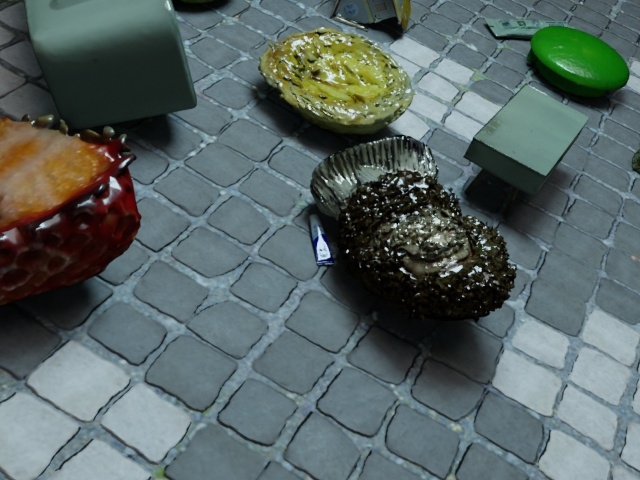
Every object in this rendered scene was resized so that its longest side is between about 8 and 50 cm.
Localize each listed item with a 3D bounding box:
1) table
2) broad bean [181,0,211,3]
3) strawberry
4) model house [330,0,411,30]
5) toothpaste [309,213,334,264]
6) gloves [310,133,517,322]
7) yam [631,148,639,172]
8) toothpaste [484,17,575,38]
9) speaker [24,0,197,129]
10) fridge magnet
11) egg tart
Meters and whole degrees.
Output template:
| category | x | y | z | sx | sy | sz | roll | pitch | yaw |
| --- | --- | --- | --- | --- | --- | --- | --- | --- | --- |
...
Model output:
| category | x | y | z | sx | sy | sz | roll | pitch | yaw |
| --- | --- | --- | --- | --- | --- | --- | --- | --- | --- |
| table | 0.315 | -0.137 | 1.332 | 0.122 | 0.111 | 0.240 | 33 | 41 | 14 |
| broad bean | -0.274 | -0.517 | 1.495 | 0.291 | 0.119 | 0.238 | 16 | 39 | -7 |
| strawberry | -0.315 | -0.008 | 0.892 | 0.254 | 0.150 | 0.280 | 1 | 42 | 8 |
| model house | 0.086 | -0.515 | 1.645 | 0.136 | 0.207 | 0.219 | -11 | 37 | 19 |
| toothpaste | 0.000 | 0.000 | 1.117 | 0.024 | 0.015 | 0.083 | -1 | 49 | -14 |
| gloves | 0.121 | -0.005 | 1.078 | 0.211 | 0.135 | 0.312 | 0 | 44 | -23 |
| yam | 0.598 | -0.153 | 1.527 | 0.094 | 0.043 | 0.043 | -26 | 58 | -40 |
| toothpaste | 0.454 | -0.452 | 1.807 | 0.218 | 0.041 | 0.064 | -4 | 51 | -22 |
| speaker | -0.316 | -0.339 | 1.210 | 0.184 | 0.183 | 0.406 | -17 | 49 | -8 |
| fridge magnet | 0.515 | -0.358 | 1.685 | 0.208 | 0.088 | 0.208 | 12 | 40 | -10 |
| egg tart | 0.025 | -0.242 | 1.341 | 0.252 | 0.098 | 0.231 | 22 | 46 | 7 |
